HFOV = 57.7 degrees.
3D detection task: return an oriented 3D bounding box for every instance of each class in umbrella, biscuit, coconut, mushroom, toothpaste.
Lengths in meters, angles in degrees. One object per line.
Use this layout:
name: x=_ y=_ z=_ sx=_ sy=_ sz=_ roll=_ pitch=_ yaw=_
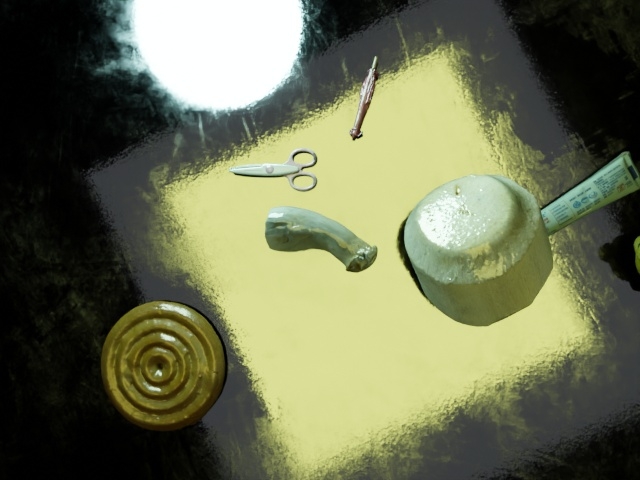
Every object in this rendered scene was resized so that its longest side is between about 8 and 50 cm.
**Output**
umbrella: x=0.089 y=-0.280 z=1.144 sx=0.027 sy=0.025 sz=0.166 roll=16 pitch=92 yaw=-14
biscuit: x=-0.316 y=0.252 z=1.156 sx=0.261 sy=0.037 sz=0.262 roll=0 pitch=88 yaw=4
coconut: x=0.280 y=0.023 z=1.021 sx=0.237 sy=0.266 sz=0.238 roll=-14 pitch=46 yaw=15
mushroom: x=0.002 y=-0.004 z=1.117 sx=0.223 sy=0.081 sz=0.092 roll=17 pitch=71 yaw=3
toothpaste: x=0.481 y=-0.068 z=1.095 sx=0.268 sy=0.047 sz=0.069 roll=-32 pitch=70 yaw=1

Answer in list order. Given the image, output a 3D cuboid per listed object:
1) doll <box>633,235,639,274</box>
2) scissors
doll: x=0.646 y=-0.011 z=1.071 sx=0.209 sy=0.097 sz=0.137 roll=-49 pitch=117 yaw=-14
scissors: x=-0.094 y=-0.141 z=1.156 sx=0.175 sy=0.022 sz=0.086 roll=0 pitch=91 yaw=1
